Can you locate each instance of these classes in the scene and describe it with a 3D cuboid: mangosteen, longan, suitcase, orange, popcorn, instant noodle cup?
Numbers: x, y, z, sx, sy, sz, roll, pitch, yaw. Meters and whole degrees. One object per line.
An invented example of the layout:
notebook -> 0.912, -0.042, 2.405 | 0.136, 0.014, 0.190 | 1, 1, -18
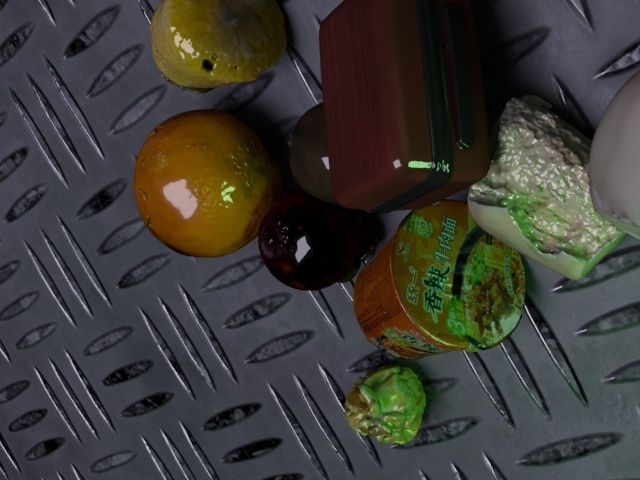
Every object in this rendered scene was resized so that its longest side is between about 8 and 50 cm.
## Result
mangosteen -> 0.000, 0.000, 2.084 | 0.200, 0.200, 0.200 | 23, 128, 33
longan -> 0.038, -0.134, 1.961 | 0.189, 0.189, 0.189 | 23, 128, 33
suitcase -> 0.110, -0.197, 1.770 | 0.236, 0.161, 0.297 | 155, 114, -63
orange -> -0.190, -0.094, 2.147 | 0.246, 0.246, 0.246 | 23, 128, 33
popcorn -> 0.107, 0.267, 2.167 | 0.162, 0.136, 0.141 | 31, 172, -34
instant noodle cup -> 0.163, 0.075, 1.943 | 0.230, 0.230, 0.182 | 56, 147, 1

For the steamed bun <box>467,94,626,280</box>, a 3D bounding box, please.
steamed bun -> 0.311, -0.057, 1.748 | 0.225, 0.170, 0.200 | 33, 128, 23

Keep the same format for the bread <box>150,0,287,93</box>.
bread -> -0.165, -0.326, 2.042 | 0.197, 0.197, 0.170 | 62, 151, -5

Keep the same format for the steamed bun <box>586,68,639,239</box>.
steamed bun -> 0.472, -0.114, 1.498 | 0.309, 0.309, 0.309 | 23, 128, 33
